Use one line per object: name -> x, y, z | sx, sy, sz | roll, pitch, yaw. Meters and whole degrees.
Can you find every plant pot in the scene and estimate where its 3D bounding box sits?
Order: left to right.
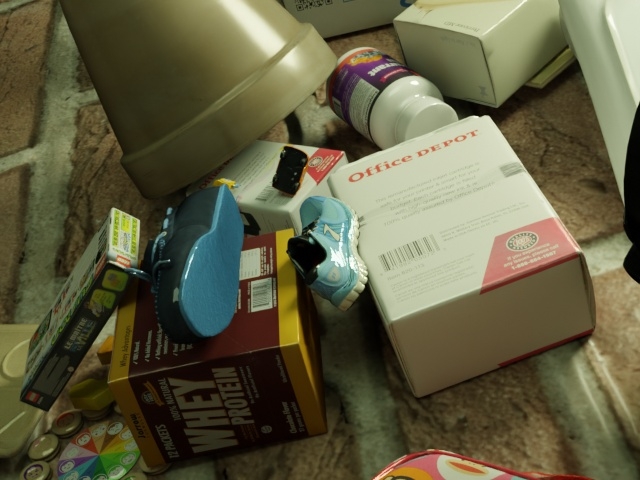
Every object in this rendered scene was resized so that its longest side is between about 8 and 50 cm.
plant pot -> -0.188, -0.258, 1.546 | 0.323, 0.280, 0.323 | -34, 16, 11

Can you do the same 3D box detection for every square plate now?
square plate -> 0.477, -0.209, 1.325 | 0.347, 0.049, 0.344 | -14, 61, 7

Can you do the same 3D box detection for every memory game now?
memory game -> -0.239, 0.228, 1.261 | 0.186, 0.012, 0.186 | -13, 37, 10

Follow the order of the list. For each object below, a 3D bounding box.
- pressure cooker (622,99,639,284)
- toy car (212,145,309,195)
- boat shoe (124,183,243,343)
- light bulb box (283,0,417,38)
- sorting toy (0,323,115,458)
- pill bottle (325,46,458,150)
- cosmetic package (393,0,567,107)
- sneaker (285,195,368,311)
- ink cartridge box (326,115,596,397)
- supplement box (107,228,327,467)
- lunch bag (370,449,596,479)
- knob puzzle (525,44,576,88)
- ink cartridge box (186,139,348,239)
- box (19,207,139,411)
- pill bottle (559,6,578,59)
pressure cooker -> 0.466, -0.060, 0.991 | 0.369, 0.376, 0.420 | -27, 38, -22
toy car -> -0.068, -0.089, 1.424 | 0.122, 0.060, 0.040 | 5, 11, 19
boat shoe -> -0.133, 0.033, 1.175 | 0.089, 0.109, 0.258 | -16, 20, 11
light bulb box -> 0.085, -0.540, 1.789 | 0.357, 0.361, 0.225 | -10, 36, 14
sorting toy -> -0.352, 0.176, 1.366 | 0.307, 0.041, 0.229 | -2, 36, 24
pill bottle -> 0.095, -0.175, 1.531 | 0.108, 0.108, 0.193 | -31, 38, -13
cosmetic package -> 0.264, -0.321, 1.582 | 0.160, 0.113, 0.309 | 21, 53, 42
sneaker -> 0.000, 0.000, 1.219 | 0.063, 0.073, 0.162 | -53, 30, 24
ink cartridge box -> 0.145, 0.007, 1.267 | 0.207, 0.117, 0.283 | -21, 37, 0
supplement box -> -0.105, 0.111, 1.236 | 0.194, 0.129, 0.191 | -12, 37, 5
lunch bag -> 0.142, 0.272, 0.916 | 0.293, 0.120, 0.258 | 14, 37, 39
knob puzzle -> 0.285, -0.272, 1.628 | 0.213, 0.030, 0.213 | -13, 38, 11
ink cartridge box -> -0.062, -0.060, 1.491 | 0.175, 0.072, 0.127 | 11, 47, 36
box -> -0.263, 0.076, 1.279 | 0.207, 0.036, 0.114 | -54, 23, 23
pill bottle -> 0.449, -0.324, 1.512 | 0.264, 0.153, 0.153 | -32, 38, -14
